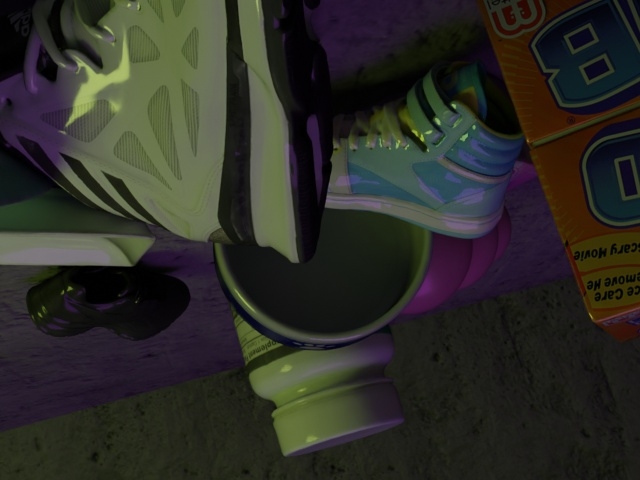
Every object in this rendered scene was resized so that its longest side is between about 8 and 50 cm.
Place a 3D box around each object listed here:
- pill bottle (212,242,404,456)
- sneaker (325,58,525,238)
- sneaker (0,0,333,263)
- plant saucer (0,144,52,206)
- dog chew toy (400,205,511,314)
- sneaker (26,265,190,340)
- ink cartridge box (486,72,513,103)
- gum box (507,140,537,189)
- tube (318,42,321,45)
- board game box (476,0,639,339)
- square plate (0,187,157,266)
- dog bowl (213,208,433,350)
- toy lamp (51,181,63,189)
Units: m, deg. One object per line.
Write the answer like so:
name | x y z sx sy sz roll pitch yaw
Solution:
pill bottle | -0.017 0.097 1.473 0.204 0.361 0.204 -16 166 -4
sneaker | 0.077 -0.131 1.190 0.318 0.127 0.208 12 137 -7
sneaker | -0.129 -0.154 0.703 0.257 0.169 0.448 5 138 7
plant saucer | -0.365 -0.066 0.811 0.317 0.044 0.317 3 -168 -1
dog chew toy | 0.180 -0.004 1.677 0.206 0.207 0.331 -29 169 41
sneaker | -0.301 0.086 1.655 0.130 0.109 0.286 -35 160 36
ink cartridge box | 0.215 -0.160 1.402 0.097 0.046 0.207 -25 164 27
gum box | 0.201 -0.105 1.368 0.107 0.062 0.188 -26 162 30
tube | -0.036 -0.147 0.983 0.070 0.062 0.240 23 -163 -11
board game box | 0.411 -0.124 1.130 0.356 0.356 0.356 -21 165 15
square plate | -0.334 -0.013 0.989 0.344 0.049 0.347 3 174 -13
dog bowl | 0.000 0.000 1.321 0.264 0.265 0.104 -14 168 -11
toy lamp | -0.298 -0.034 1.236 0.080 0.080 0.274 -19 165 9
